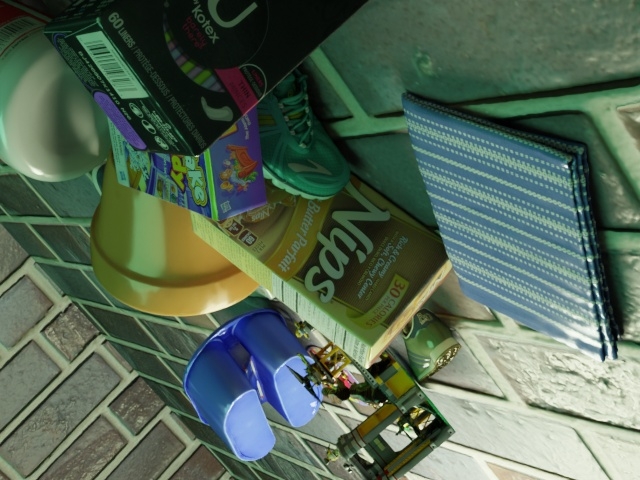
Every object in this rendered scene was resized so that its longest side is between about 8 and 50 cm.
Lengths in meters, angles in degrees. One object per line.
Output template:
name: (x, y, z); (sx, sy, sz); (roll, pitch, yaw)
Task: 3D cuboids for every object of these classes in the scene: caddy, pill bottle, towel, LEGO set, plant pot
caddy: (-0.139, 0.277, 2.023); (0.179, 0.241, 0.341); (44, 161, 31)
pill bottle: (-0.498, -0.260, 1.572); (0.407, 0.229, 0.229); (28, 154, 36)
towel: (0.224, -0.012, 1.173); (0.243, 0.040, 0.336); (26, 150, 41)
LEGO set: (0.049, 0.252, 1.649); (0.331, 0.192, 0.255); (51, 179, -25)
plant pot: (-0.212, -0.059, 1.546); (0.291, 0.291, 0.203); (31, 139, 28)

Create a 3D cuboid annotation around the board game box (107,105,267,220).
board game box: (-0.182, -0.220, 1.240); (0.233, 0.078, 0.347); (19, 122, 46)

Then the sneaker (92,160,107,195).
sneaker: (-0.353, -0.052, 2.016); (0.163, 0.086, 0.226); (14, 143, 55)

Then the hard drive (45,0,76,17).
hard drive: (-0.346, -0.272, 1.659); (0.233, 0.047, 0.353); (42, 158, 6)

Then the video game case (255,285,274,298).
video game case: (-0.188, 0.009, 1.926); (0.193, 0.023, 0.212); (21, 149, 43)

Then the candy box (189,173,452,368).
candy box: (0.000, 0.000, 1.369); (0.316, 0.183, 0.087); (37, 158, 17)

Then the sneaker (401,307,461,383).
sneaker: (0.160, 0.155, 1.554); (0.086, 0.064, 0.192); (54, 166, 14)

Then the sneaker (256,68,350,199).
sneaker: (-0.055, -0.164, 1.285); (0.275, 0.107, 0.110); (50, 149, -16)

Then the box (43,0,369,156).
box: (-0.108, -0.229, 1.018); (0.143, 0.270, 0.165); (10, 141, 54)

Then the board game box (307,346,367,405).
board game box: (0.027, 0.283, 2.042); (0.169, 0.033, 0.133); (52, 157, -19)
